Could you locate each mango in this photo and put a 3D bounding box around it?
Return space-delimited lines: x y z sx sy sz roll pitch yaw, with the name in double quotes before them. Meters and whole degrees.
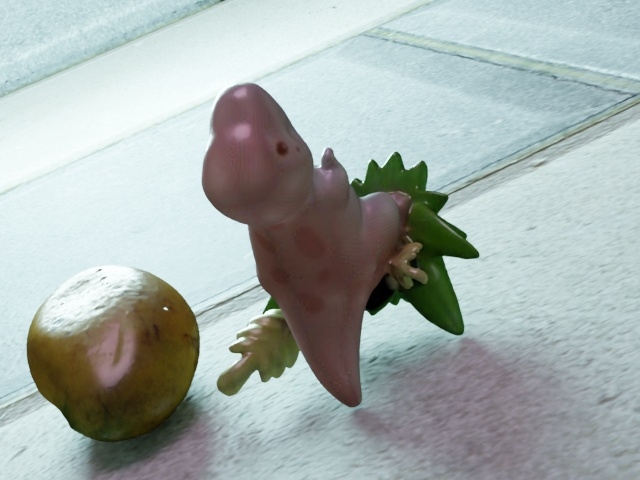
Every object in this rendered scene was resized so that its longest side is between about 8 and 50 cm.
"mango" -0.131 0.071 0.974 0.115 0.089 0.165 -29 23 -18

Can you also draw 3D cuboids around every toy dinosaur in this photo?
"toy dinosaur" 0.007 0.002 0.878 0.152 0.194 0.177 2 9 22
